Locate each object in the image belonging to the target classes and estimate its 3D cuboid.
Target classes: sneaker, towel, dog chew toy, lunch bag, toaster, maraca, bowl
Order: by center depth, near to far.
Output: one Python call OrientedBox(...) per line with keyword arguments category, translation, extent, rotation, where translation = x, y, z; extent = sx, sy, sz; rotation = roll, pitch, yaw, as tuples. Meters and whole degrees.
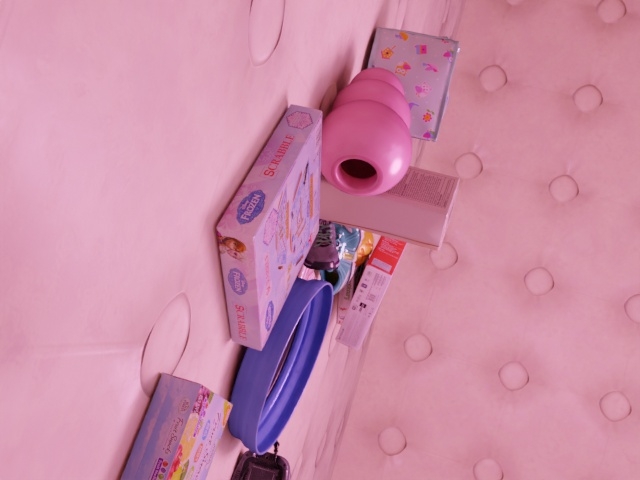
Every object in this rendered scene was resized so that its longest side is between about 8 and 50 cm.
OrientedBox(category="bowl", translation=(-0.083, 0.260, 1.482), extent=(0.391, 0.077, 0.391), rotation=(20, 90, -77))
OrientedBox(category="dog chew toy", translation=(0.107, -0.253, 1.500), extent=(0.206, 0.207, 0.331), rotation=(91, 11, -49))
OrientedBox(category="toaster", translation=(-0.138, 0.576, 1.577), extent=(0.146, 0.129, 0.226), rotation=(88, 15, -65))
OrientedBox(category="sneaker", translation=(0.000, 0.000, 1.587), extent=(0.223, 0.083, 0.098), rotation=(-99, -170, -75))
OrientedBox(category="towel", translation=(-0.040, 0.138, 1.701), extent=(0.197, 0.029, 0.144), rotation=(75, 32, -67))
OrientedBox(category="lunch bag", translation=(0.222, -0.400, 1.758), extent=(0.160, 0.224, 0.262), rotation=(-42, 144, -79))
OrientedBox(category="sneaker", translation=(0.044, 0.028, 1.759), extent=(0.110, 0.107, 0.275), rotation=(-49, 148, -48))
OrientedBox(category="maraca", translation=(0.090, 0.035, 2.012), extent=(0.185, 0.099, 0.127), rotation=(-54, 166, -17))

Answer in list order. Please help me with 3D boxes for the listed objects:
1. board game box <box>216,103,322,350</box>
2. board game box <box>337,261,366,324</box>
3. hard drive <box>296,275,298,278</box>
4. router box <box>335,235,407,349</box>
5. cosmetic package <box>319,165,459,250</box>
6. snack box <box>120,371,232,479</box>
OrientedBox(category="board game box", translation=(-0.080, -0.021, 1.231), extent=(0.318, 0.066, 0.318), rotation=(92, 17, -48))
OrientedBox(category="board game box", translation=(0.113, 0.129, 2.329), extent=(0.305, 0.053, 0.193), rotation=(91, 19, -50))
OrientedBox(category="hard drive", translation=(-0.073, 0.076, 1.488), extent=(0.135, 0.022, 0.094), rotation=(-15, 120, -77))
OrientedBox(category="router box", translation=(0.173, 0.128, 2.155), extent=(0.301, 0.082, 0.335), rotation=(-57, 169, -52))
OrientedBox(category="cosmetic package", translation=(0.149, -0.100, 1.592), extent=(0.160, 0.310, 0.113), rotation=(-59, 160, -49))
OrientedBox(category="snack box", translation=(-0.211, 0.306, 1.037), extent=(0.207, 0.070, 0.174), rotation=(77, 30, -69))
